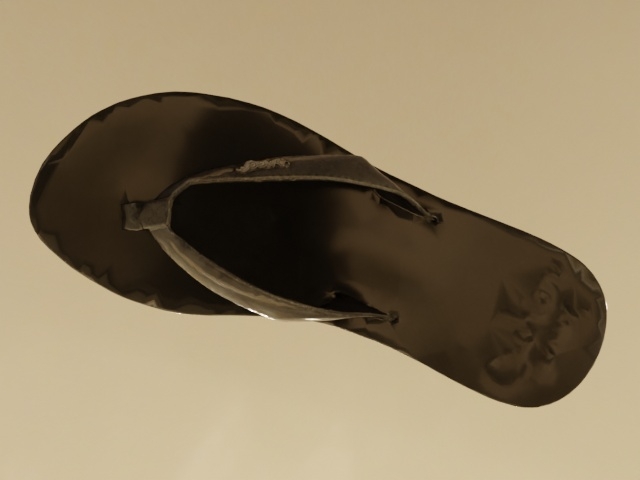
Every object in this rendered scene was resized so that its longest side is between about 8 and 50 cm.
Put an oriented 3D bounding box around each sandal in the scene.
[{"bbox_3d":[0.001,-0.001,0.464,0.255,0.054,0.097,15,-89,0],"label":"sandal"}]
